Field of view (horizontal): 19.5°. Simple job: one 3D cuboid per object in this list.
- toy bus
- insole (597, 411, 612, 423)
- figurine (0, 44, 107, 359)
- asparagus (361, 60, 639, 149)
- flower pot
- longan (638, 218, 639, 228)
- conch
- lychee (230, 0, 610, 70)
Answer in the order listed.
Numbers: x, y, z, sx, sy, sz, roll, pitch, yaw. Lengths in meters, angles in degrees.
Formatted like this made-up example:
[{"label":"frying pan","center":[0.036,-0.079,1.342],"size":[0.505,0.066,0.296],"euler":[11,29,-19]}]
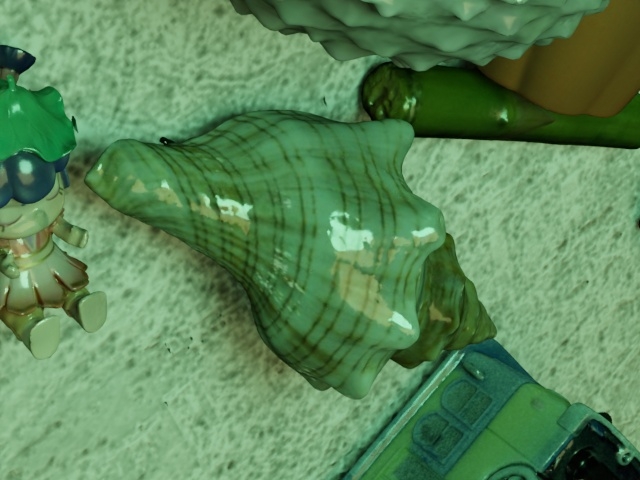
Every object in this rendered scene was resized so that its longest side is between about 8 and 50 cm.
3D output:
[{"label":"toy bus","center":[0.111,0.253,1.539],"size":[0.312,0.190,0.152],"euler":[-49,130,-4]},{"label":"insole","center":[0.221,0.222,1.725],"size":[0.053,0.002,0.152],"euler":[32,92,-41]},{"label":"figurine","center":[-0.211,-0.024,1.237],"size":[0.111,0.102,0.195],"euler":[-29,130,-35]},{"label":"asparagus","center":[0.154,-0.106,1.473],"size":[0.278,0.067,0.060],"euler":[1,90,-39]},{"label":"flower pot","center":[0.198,-0.196,1.397],"size":[0.191,0.190,0.173],"euler":[2,125,-36]},{"label":"longan","center":[0.335,-0.022,1.626],"size":[0.113,0.092,0.113],"euler":[3,134,3]},{"label":"conch","center":[0.012,0.002,1.353],"size":[0.386,0.170,0.203],"euler":[34,68,-50]},{"label":"lychee","center":[0.044,-0.288,1.101],"size":[0.432,0.380,0.380],"euler":[4,112,-13]}]
